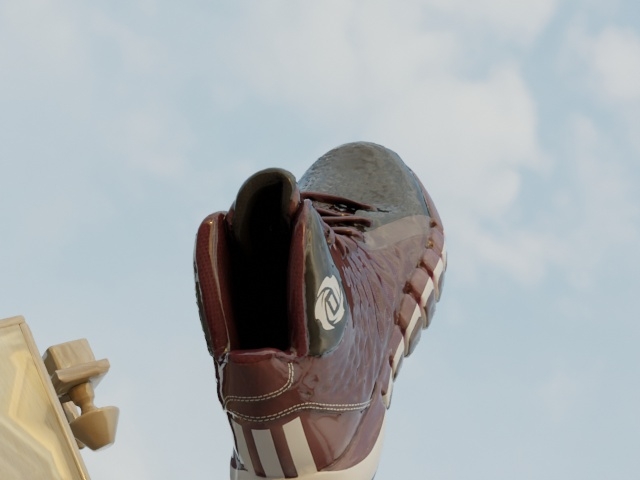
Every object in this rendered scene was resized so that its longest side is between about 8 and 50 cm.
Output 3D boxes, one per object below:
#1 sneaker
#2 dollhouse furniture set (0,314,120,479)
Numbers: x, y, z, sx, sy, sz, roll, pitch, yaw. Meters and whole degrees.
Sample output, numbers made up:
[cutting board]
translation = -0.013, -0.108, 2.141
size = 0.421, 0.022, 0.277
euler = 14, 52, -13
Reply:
[sneaker]
translation = 0.000, 0.000, 1.033
size = 0.106, 0.281, 0.162
euler = -5, -49, 14
[dollhouse furniture set]
translation = -0.304, 0.223, 1.418
size = 0.355, 0.303, 0.174
euler = -50, -120, 50
